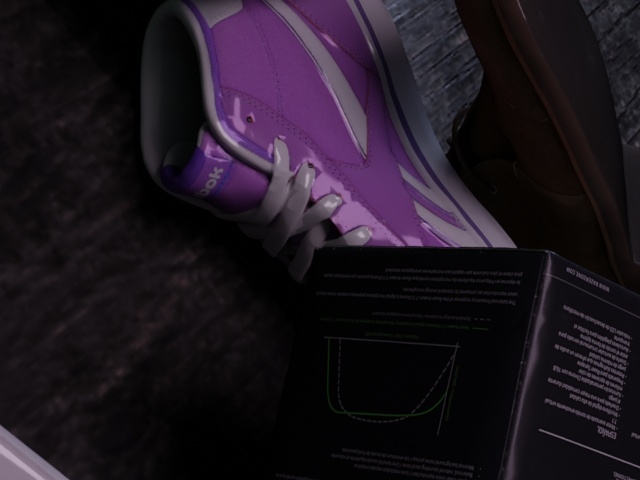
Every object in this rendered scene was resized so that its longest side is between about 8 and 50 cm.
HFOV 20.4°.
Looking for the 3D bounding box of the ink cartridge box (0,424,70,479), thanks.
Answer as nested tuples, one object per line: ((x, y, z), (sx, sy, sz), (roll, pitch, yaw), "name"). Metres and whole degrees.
((-0.193, 0.078, 0.416), (0.273, 0.114, 0.198), (42, 74, -22), "ink cartridge box")

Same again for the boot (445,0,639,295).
((0.106, -0.043, 0.938), (0.305, 0.115, 0.112), (59, 29, -50), "boot")

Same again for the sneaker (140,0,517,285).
((-0.001, 0.000, 0.871), (0.161, 0.102, 0.282), (-14, 70, -47), "sneaker")

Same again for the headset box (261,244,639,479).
((0.093, 0.171, 0.750), (0.246, 0.131, 0.283), (22, 75, -42), "headset box")
